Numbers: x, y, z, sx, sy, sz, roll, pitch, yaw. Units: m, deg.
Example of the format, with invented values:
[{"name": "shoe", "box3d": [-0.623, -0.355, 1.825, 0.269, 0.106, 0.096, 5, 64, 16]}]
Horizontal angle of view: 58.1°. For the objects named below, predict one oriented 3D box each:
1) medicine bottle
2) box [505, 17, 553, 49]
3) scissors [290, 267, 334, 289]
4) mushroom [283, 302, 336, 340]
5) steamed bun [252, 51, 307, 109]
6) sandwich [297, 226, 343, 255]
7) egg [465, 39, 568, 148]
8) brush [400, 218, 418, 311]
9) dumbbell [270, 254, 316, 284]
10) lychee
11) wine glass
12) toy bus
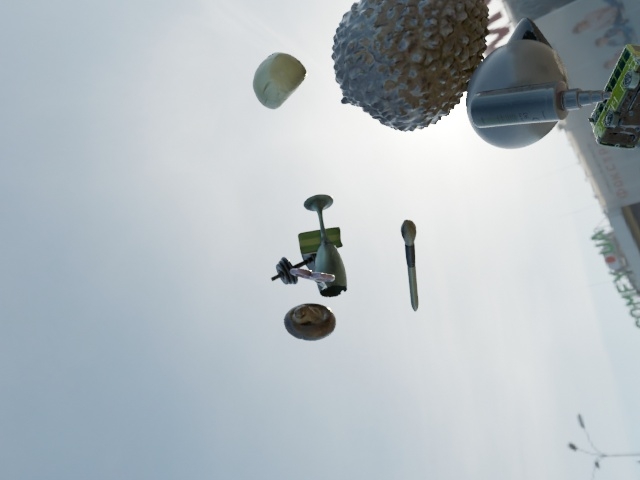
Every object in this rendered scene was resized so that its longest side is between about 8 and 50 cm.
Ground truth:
[{"name": "medicine bottle", "box3d": [0.322, -0.202, 0.847, 0.057, 0.199, 0.058, -5, -83, -46]}, {"name": "box", "box3d": [0.512, -0.435, 1.450, 0.042, 0.201, 0.213, -7, -120, -12]}, {"name": "scissors", "box3d": [-0.007, 0.103, 1.454, 0.212, 0.110, 0.021, 57, -137, -71]}, {"name": "mushroom", "box3d": [-0.025, 0.197, 1.389, 0.109, 0.126, 0.085, 2, -78, -62]}, {"name": "steamed bun", "box3d": [-0.094, -0.339, 1.214, 0.091, 0.130, 0.113, 39, -104, -15]}, {"name": "sandwich", "box3d": [0.000, 0.000, 1.793, 0.074, 0.116, 0.074, 7, -110, -62]}, {"name": "egg", "box3d": [0.354, -0.264, 1.041, 0.232, 0.176, 0.176, 78, -170, -68]}, {"name": "brush", "box3d": [0.226, 0.072, 1.440, 0.042, 0.038, 0.299, -87, -10, -54]}, {"name": "dumbbell", "box3d": [-0.070, 0.082, 1.880, 0.208, 0.099, 0.099, -27, -81, -21]}, {"name": "lychee", "box3d": [0.220, -0.461, 1.433, 0.380, 0.432, 0.381, 32, -136, -36]}, {"name": "wine glass", "box3d": [-0.051, 0.047, 1.782, 0.096, 0.264, 0.310, 26, -133, -49]}, {"name": "toy bus", "box3d": [0.582, -0.267, 1.079, 0.101, 0.088, 0.175, -86, 3, -46]}]
